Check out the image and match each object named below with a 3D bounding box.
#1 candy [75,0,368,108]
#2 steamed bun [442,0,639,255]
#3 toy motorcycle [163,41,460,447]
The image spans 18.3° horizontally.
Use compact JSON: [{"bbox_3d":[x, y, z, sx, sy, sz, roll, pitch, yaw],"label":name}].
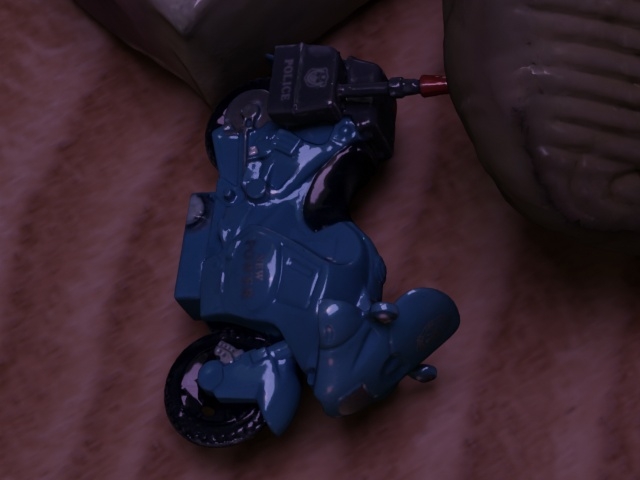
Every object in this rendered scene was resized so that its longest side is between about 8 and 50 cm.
[{"bbox_3d":[-0.015,-0.265,1.355,0.358,0.145,0.208,-38,65,-11],"label":"candy"},{"bbox_3d":[0.199,-0.165,1.213,0.309,0.219,0.324,-17,104,-16],"label":"steamed bun"},{"bbox_3d":[0.000,0.000,1.238,0.182,0.123,0.272,-2,63,17],"label":"toy motorcycle"}]
